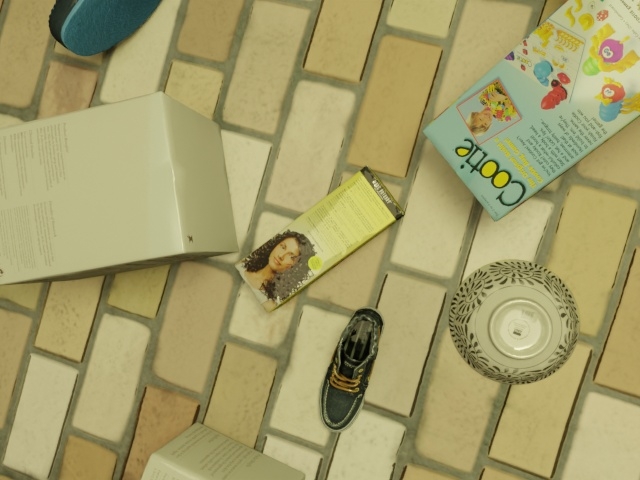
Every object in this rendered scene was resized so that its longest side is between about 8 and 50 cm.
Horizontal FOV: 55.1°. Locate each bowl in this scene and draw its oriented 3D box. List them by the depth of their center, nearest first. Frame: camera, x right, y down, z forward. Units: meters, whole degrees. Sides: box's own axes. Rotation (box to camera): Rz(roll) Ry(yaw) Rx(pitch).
[{"bbox_3d":[0.253,0.110,0.790,0.170,0.080,0.170,0,90,11],"label":"bowl"}]

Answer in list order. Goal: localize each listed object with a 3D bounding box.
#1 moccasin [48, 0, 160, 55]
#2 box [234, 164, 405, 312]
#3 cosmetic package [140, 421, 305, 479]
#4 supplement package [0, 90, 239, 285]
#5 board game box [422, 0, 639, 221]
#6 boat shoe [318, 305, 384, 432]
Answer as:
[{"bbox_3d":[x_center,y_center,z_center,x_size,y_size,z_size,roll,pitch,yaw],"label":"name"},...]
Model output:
[{"bbox_3d":[-0.276,-0.420,0.890,0.117,0.138,0.342,36,82,14],"label":"moccasin"},{"bbox_3d":[0.000,0.000,0.852,0.232,0.058,0.087,-38,83,8],"label":"box"},{"bbox_3d":[-0.142,0.368,0.827,0.184,0.151,0.151,22,94,12],"label":"cosmetic package"},{"bbox_3d":[-0.278,-0.058,0.835,0.263,0.198,0.199,-9,87,11],"label":"supplement package"},{"bbox_3d":[0.283,-0.168,0.713,0.275,0.142,0.144,-41,82,28],"label":"board game box"},{"bbox_3d":[0.035,0.179,0.829,0.065,0.083,0.183,17,93,11],"label":"boat shoe"}]
